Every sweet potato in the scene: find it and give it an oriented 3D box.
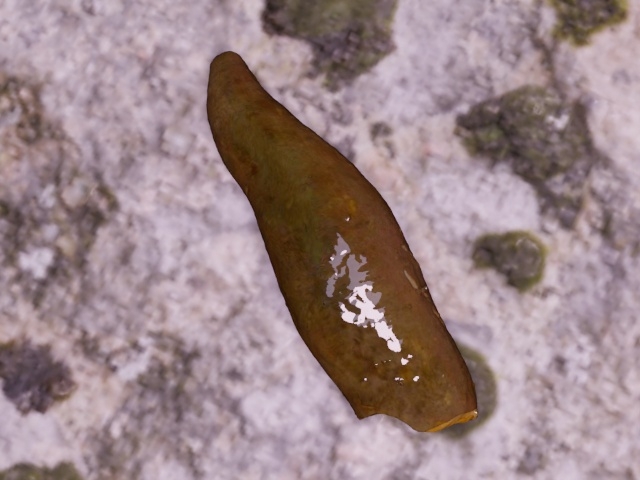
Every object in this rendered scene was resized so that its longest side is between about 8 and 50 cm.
[{"bbox_3d":[0.000,0.000,0.922,0.077,0.077,0.244,-31,80,-6],"label":"sweet potato"}]
